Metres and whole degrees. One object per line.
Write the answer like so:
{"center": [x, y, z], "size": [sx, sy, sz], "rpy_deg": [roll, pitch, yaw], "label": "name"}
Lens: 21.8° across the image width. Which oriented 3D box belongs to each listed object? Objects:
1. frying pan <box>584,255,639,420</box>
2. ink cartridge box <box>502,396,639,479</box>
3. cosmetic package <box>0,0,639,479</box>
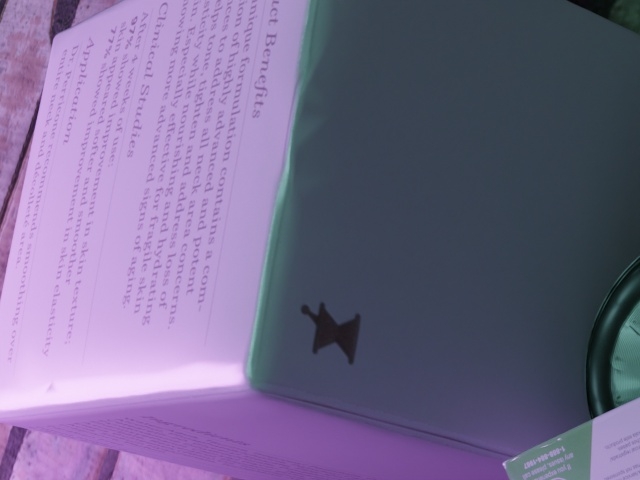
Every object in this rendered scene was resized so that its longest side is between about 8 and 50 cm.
{"center": [0.211, 0.134, 1.043], "size": [0.197, 0.053, 0.326], "rpy_deg": [47, 111, 29], "label": "frying pan"}
{"center": [0.221, 0.191, 0.942], "size": [0.154, 0.093, 0.212], "rpy_deg": [-35, 72, 44], "label": "ink cartridge box"}
{"center": [0.000, 0.000, 1.225], "size": [0.394, 0.327, 0.329], "rpy_deg": [-12, 64, 54], "label": "cosmetic package"}
